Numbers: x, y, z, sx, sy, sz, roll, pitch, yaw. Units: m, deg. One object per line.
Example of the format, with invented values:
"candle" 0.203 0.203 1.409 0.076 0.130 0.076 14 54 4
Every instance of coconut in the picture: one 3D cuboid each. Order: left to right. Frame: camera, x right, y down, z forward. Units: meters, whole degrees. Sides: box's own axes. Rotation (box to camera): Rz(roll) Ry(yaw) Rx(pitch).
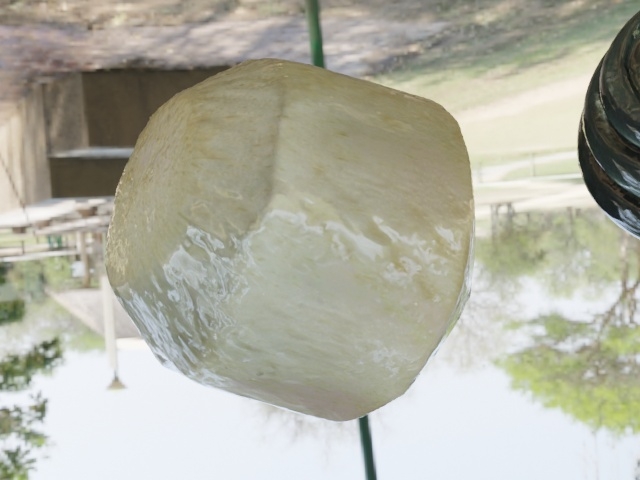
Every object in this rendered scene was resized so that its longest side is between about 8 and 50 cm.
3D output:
"coconut" 0.000 0.000 0.730 0.328 0.329 0.329 -3 180 0

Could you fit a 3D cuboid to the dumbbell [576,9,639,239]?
"dumbbell" 0.173 -0.137 0.393 0.179 0.179 0.406 -3 148 28
